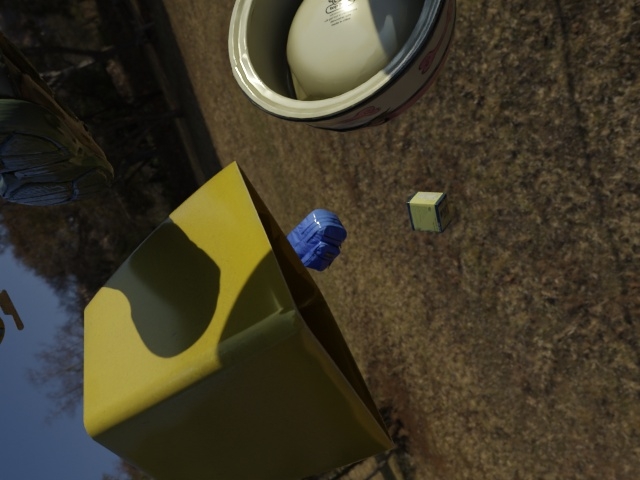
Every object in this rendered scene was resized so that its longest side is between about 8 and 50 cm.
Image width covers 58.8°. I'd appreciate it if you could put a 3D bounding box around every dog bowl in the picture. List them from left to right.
[{"bbox_3d":[0.046,-0.371,0.979,0.150,0.408,0.408,23,-150,-57],"label":"dog bowl"}]

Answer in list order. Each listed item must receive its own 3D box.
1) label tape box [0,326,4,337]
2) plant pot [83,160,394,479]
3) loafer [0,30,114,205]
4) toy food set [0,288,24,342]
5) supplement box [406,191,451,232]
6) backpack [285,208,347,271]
[{"bbox_3d":[-0.687,0.245,1.000,0.334,0.106,0.240,149,138,-67],"label":"label tape box"},{"bbox_3d":[-0.086,0.098,0.504,0.212,0.187,0.212,60,-178,-41],"label":"plant pot"},{"bbox_3d":[-0.227,-0.087,0.458,0.267,0.096,0.084,158,99,-75],"label":"loafer"},{"bbox_3d":[-0.756,0.197,1.206,0.071,0.218,0.128,26,143,34],"label":"toy food set"},{"bbox_3d":[0.268,-0.070,1.397,0.083,0.056,0.083,6,127,36],"label":"supplement box"},{"bbox_3d":[0.000,0.000,1.221,0.098,0.120,0.101,15,-147,-48],"label":"backpack"}]
